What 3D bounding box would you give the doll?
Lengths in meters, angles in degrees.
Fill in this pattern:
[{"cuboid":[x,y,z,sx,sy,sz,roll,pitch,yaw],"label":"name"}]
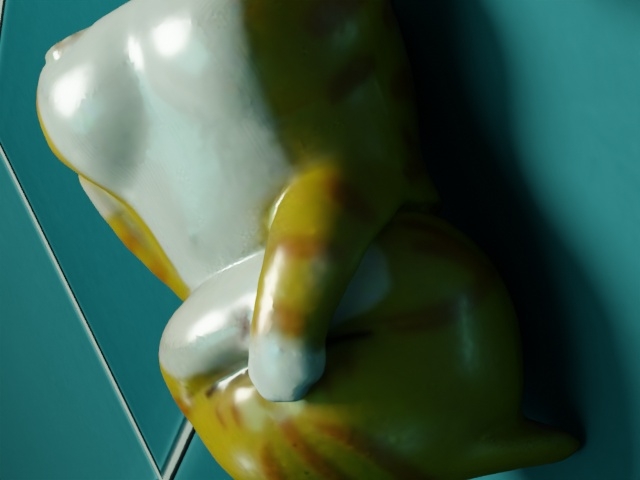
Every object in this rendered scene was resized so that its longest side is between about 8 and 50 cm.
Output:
[{"cuboid":[-0.014,-0.007,0.841,0.166,0.162,0.270,-22,82,37],"label":"doll"}]
